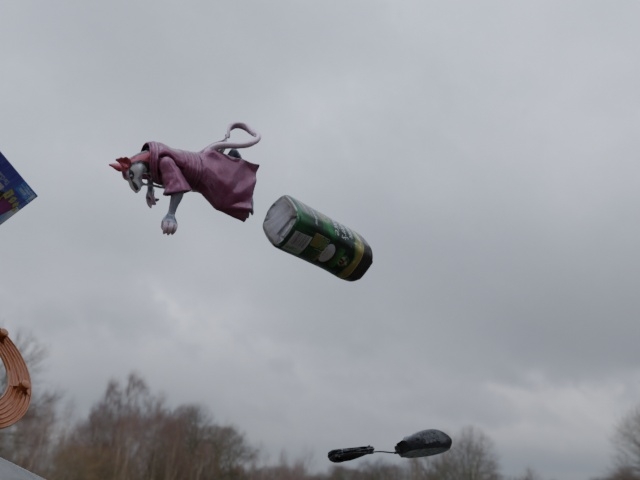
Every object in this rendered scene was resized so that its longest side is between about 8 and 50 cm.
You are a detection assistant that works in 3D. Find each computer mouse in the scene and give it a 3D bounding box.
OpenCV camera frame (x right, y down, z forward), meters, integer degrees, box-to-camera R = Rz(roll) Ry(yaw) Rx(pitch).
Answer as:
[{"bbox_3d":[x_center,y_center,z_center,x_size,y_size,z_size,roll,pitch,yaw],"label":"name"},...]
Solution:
[{"bbox_3d":[0.130,0.380,1.247,0.242,0.041,0.071,1,-32,-17],"label":"computer mouse"}]

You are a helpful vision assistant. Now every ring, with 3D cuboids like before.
[{"bbox_3d":[-0.704,0.227,1.330,0.032,0.336,0.337,-39,-32,8],"label":"ring"}]

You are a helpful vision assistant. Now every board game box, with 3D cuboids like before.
[{"bbox_3d":[-0.871,-0.087,1.602,0.066,0.318,0.318,44,-16,11],"label":"board game box"}]

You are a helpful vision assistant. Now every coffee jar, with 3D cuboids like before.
[{"bbox_3d":[0.000,0.000,1.111,0.184,0.096,0.079,27,-74,-36],"label":"coffee jar"}]

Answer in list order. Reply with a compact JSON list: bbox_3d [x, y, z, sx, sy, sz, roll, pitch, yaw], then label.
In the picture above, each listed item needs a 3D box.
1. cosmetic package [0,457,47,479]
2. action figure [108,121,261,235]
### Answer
[{"bbox_3d":[-0.492,0.414,1.018,0.107,0.127,0.238,-22,-49,29],"label":"cosmetic package"},{"bbox_3d":[-0.306,-0.165,1.578,0.370,0.275,0.248,11,16,-44],"label":"action figure"}]
